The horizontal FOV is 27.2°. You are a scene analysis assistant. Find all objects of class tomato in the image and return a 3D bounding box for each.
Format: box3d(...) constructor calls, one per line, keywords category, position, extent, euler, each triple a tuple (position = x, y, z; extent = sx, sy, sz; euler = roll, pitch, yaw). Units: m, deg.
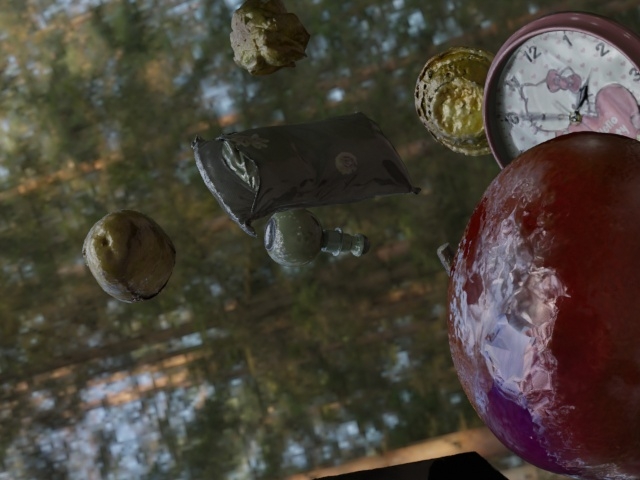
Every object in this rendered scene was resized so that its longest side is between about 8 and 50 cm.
box3d(category="tomato", position=(0.211, 0.065, 1.230), extent=(0.176, 0.289, 0.335), euler=(-4, -64, -39))

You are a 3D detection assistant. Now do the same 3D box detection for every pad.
box3d(category="pad", position=(0.119, 0.285, 1.327), extent=(0.299, 0.202, 0.005), euler=(-1, -62, -41))

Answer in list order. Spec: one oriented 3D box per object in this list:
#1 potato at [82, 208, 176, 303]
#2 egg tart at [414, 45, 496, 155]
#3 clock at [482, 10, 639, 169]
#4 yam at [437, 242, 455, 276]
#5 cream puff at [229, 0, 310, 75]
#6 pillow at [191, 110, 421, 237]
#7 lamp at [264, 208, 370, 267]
box3d(category="potato", position=(-0.233, 0.019, 1.613), extent=(0.170, 0.080, 0.107), euler=(44, -115, -74))
box3d(category="egg tart", position=(0.237, -0.220, 2.135), extent=(0.191, 0.191, 0.074), euler=(66, -152, -15))
box3d(category="clock", position=(0.295, -0.140, 1.505), extent=(0.056, 0.244, 0.244), euler=(-31, -76, -47))
box3d(category="yam", position=(0.228, 0.071, 2.091), extent=(0.145, 0.032, 0.032), euler=(59, -151, -12))
box3d(category="cream puff", position=(-0.048, -0.186, 1.224), extent=(0.058, 0.083, 0.083), euler=(17, -106, -45))
box3d(category="pillow", position=(-0.019, -0.095, 1.567), extent=(0.255, 0.059, 0.169), euler=(-12, -132, -26))
box3d(category="lamp", position=(0.000, 0.000, 1.972), extent=(0.163, 0.091, 0.091), euler=(7, -117, -22))
